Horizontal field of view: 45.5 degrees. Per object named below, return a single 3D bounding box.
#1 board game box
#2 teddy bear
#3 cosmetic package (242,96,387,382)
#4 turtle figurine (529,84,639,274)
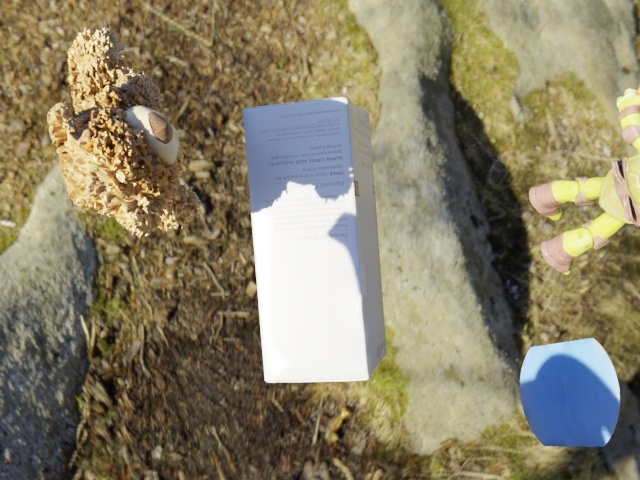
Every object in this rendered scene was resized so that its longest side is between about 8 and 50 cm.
[{"bbox_3d":[0.333,0.200,0.999,0.033,0.169,0.133,5,74,-28],"label":"board game box"},{"bbox_3d":[-0.210,-0.121,0.896,0.113,0.338,0.245,-13,90,0],"label":"teddy bear"},{"bbox_3d":[0.000,0.000,1.116,0.156,0.217,0.384,-6,93,12],"label":"cosmetic package"},{"bbox_3d":[0.338,-0.036,0.821,0.087,0.217,0.269,-8,75,-43],"label":"turtle figurine"}]
